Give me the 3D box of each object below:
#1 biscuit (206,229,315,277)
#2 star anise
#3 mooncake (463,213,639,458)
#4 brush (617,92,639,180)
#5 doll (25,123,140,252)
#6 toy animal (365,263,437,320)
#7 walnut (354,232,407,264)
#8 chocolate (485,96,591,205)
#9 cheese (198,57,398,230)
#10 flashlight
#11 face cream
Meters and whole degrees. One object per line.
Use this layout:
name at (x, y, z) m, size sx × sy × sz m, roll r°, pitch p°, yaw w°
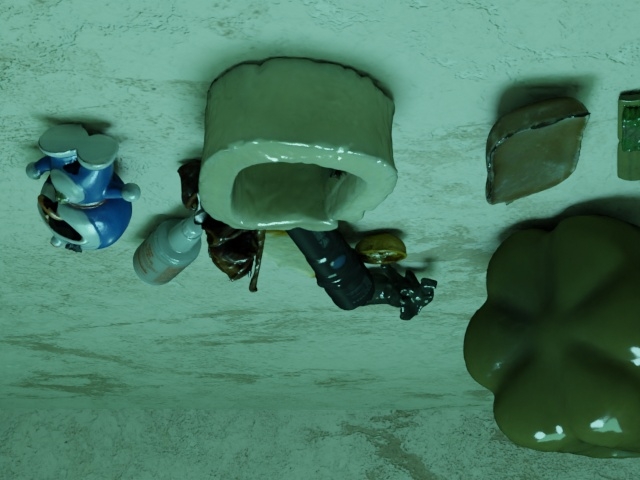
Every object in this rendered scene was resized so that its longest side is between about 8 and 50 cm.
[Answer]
biscuit at (-0.061, 0.004, 1.954) m, size 0.308 × 0.040 × 0.204 m, roll 21°, pitch 151°, yaw -40°
star anise at (-0.166, -0.041, 1.682) m, size 0.125 × 0.190 × 0.220 m, roll -32°, pitch 136°, yaw -10°
mooncake at (0.510, 0.186, 1.821) m, size 0.262 × 0.467 × 0.467 m, roll 16°, pitch 154°, yaw -38°
brush at (0.506, -0.153, 1.528) m, size 0.054 × 0.048 × 0.282 m, roll -2°, pitch 159°, yaw 16°
doll at (-0.403, -0.083, 1.617) m, size 0.215 × 0.161 × 0.257 m, roll 27°, pitch 149°, yaw 12°
toy animal at (0.154, 0.097, 2.104) m, size 0.245 × 0.115 × 0.146 m, roll 14°, pitch 160°, yaw 33°
walnut at (0.122, 0.013, 1.949) m, size 0.121 × 0.052 × 0.091 m, roll -7°, pitch 159°, yaw 31°
chocolate at (0.325, -0.151, 1.494) m, size 0.161 × 0.083 × 0.261 m, roll -16°, pitch 158°, yaw -1°
cheese at (-0.041, -0.129, 1.477) m, size 0.292 × 0.153 × 0.332 m, roll 8°, pitch 157°, yaw -14°
flashlight at (0.000, 0.000, 1.808) m, size 0.103 × 0.103 × 0.424 m, roll -7°, pitch 147°, yaw 20°
face cream at (-0.293, 0.010, 1.907) m, size 0.101 × 0.101 × 0.251 m, roll 13°, pitch 156°, yaw -25°
